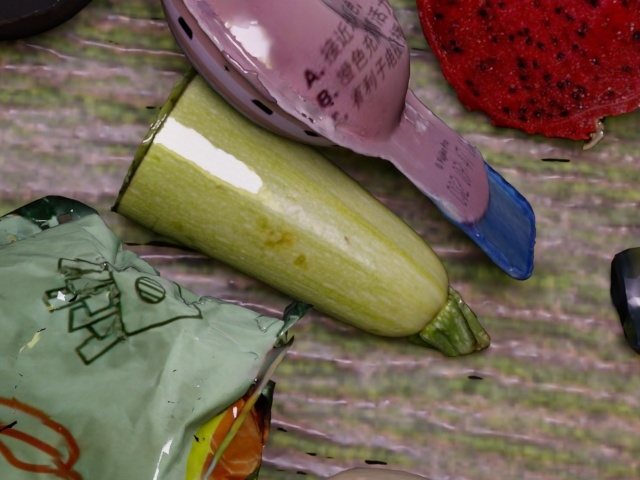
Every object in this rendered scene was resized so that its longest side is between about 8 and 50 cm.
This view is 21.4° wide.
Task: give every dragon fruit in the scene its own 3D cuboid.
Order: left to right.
[{"bbox_3d":[0.131,-0.115,0.941,0.162,0.083,0.106,14,124,11],"label":"dragon fruit"}]

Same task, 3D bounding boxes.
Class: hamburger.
[{"bbox_3d":[-0.158,0.092,0.805,0.276,0.150,0.260,23,78,37],"label":"hamburger"}]

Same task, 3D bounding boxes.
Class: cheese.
[{"bbox_3d":[0.012,-0.088,0.891,0.286,0.189,0.074,41,117,-13],"label":"cheese"}]

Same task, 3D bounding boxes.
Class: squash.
[{"bbox_3d":[0.000,0.000,0.918,0.224,0.094,0.094,32,81,-8],"label":"squash"}]

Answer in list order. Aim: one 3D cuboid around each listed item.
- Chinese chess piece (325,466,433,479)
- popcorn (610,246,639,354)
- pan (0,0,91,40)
[{"bbox_3d":[-0.001,0.224,0.795,0.097,0.251,0.251,32,81,18],"label":"Chinese chess piece"},{"bbox_3d":[0.327,-0.042,0.858,0.237,0.293,0.293,1,82,-22],"label":"popcorn"},{"bbox_3d":[-0.192,-0.180,0.940,0.202,0.048,0.128,34,76,26],"label":"pan"}]
